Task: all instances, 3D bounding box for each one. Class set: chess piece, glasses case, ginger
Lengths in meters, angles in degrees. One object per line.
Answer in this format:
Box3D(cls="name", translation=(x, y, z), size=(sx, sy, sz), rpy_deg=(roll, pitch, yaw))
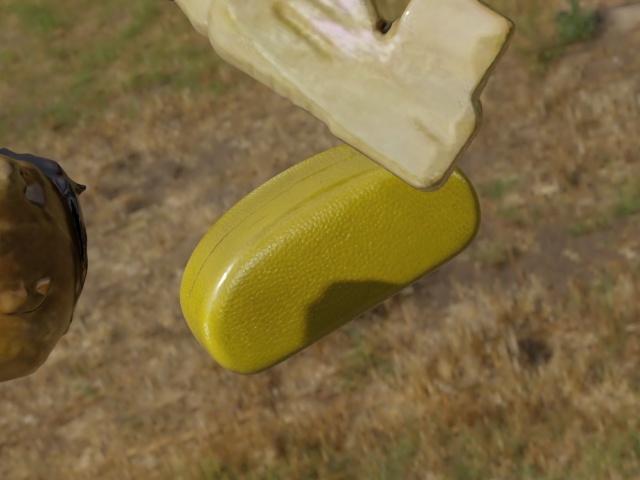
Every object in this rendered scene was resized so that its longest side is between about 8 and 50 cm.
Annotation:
Box3D(cls="chess piece", translation=(-0.019, -0.154, 1.034), size=(0.301, 0.137, 0.137), rpy_deg=(37, 58, 11))
Box3D(cls="glasses case", translation=(0.000, 0.000, 1.941), size=(0.371, 0.173, 0.141), rpy_deg=(-31, 28, -9))
Box3D(cls="ginger", translation=(-0.326, 0.021, 1.348), size=(0.269, 0.200, 0.223), rpy_deg=(6, 7, 19))
